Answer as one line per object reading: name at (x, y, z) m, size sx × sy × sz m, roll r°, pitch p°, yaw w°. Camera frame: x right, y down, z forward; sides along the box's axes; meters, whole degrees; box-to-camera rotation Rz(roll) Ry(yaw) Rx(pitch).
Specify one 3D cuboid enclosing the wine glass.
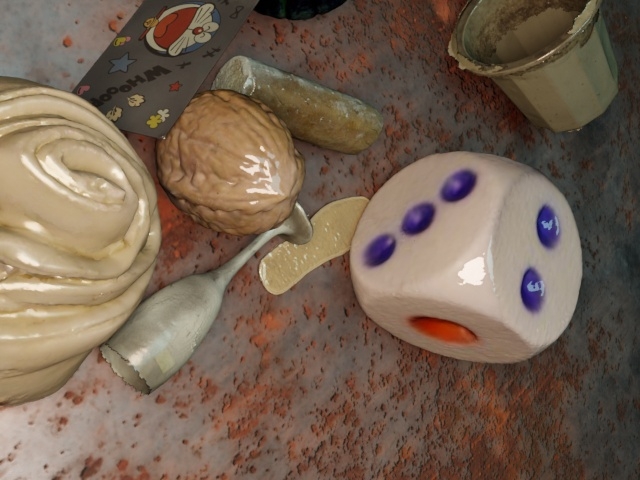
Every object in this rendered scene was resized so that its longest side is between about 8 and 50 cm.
wine glass at (-0.084, 0.059, 0.825) m, size 0.309 × 0.264 × 0.096 m, roll -46°, pitch 119°, yaw -32°

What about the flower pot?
flower pot at (0.422, -0.353, 1.283) m, size 0.259 × 0.290 × 0.290 m, roll 37°, pitch 63°, yaw -39°

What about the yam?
yam at (-0.028, -0.191, 1.012) m, size 0.259 × 0.093 × 0.093 m, roll 12°, pitch 77°, yaw -36°

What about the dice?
dice at (0.221, 0.028, 1.059) m, size 0.243 × 0.259 × 0.251 m, roll 38°, pitch 62°, yaw -33°

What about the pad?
pad at (-0.198, -0.231, 0.859) m, size 0.245 × 0.170 × 0.006 m, roll -62°, pitch 155°, yaw -25°

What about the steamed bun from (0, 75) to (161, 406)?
steamed bun at (-0.309, -0.008, 0.693) m, size 0.310 × 0.219 × 0.324 m, roll 42°, pitch 61°, yaw -24°

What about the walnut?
walnut at (-0.108, -0.093, 0.845) m, size 0.178 × 0.230 × 0.178 m, roll -19°, pitch 123°, yaw -32°

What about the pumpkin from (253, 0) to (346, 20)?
pumpkin at (-0.031, -0.421, 0.984) m, size 0.248 × 0.248 × 0.247 m, roll 6°, pitch 80°, yaw -36°

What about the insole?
insole at (0.000, 0.000, 1.054) m, size 0.248 × 0.011 × 0.081 m, roll -37°, pitch 106°, yaw -34°
